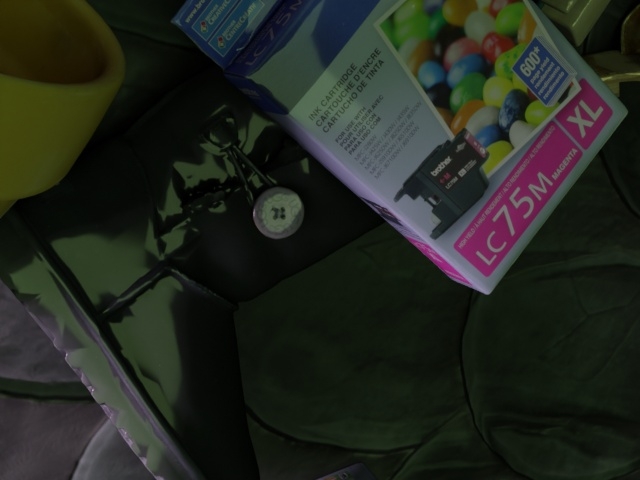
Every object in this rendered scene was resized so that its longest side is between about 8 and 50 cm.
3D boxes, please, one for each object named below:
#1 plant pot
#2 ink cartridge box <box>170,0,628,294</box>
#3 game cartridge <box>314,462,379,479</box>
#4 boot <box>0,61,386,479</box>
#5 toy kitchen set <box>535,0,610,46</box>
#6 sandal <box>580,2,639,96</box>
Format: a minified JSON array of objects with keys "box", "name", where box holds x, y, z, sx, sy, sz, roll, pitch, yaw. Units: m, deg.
[{"box":[-0.286,-0.070,0.616,0.254,0.254,0.239,22,114,-31],"name":"plant pot"},{"box":[0.068,-0.122,0.722,0.311,0.065,0.185,40,85,-24],"name":"ink cartridge box"},{"box":[0.019,0.249,0.987,0.083,0.056,0.017,-18,117,-19],"name":"game cartridge"},{"box":[-0.001,-0.001,0.841,0.445,0.146,0.367,-37,123,-14],"name":"boot"},{"box":[0.172,-0.284,0.848,0.122,0.166,0.207,-56,159,4],"name":"toy kitchen set"},{"box":[0.312,-0.193,0.935,0.240,0.088,0.079,-16,122,-14],"name":"sandal"}]
